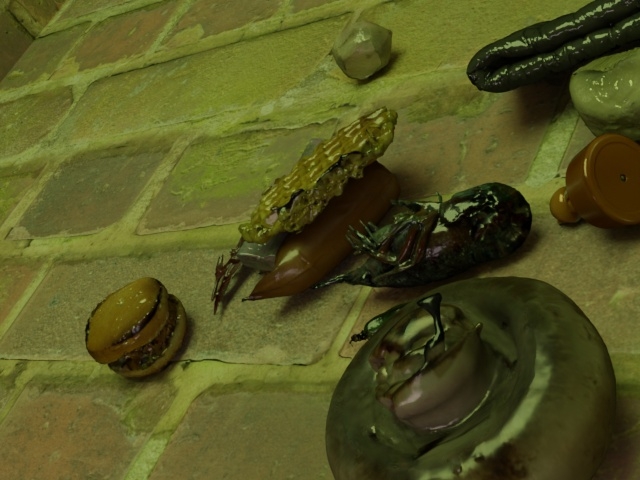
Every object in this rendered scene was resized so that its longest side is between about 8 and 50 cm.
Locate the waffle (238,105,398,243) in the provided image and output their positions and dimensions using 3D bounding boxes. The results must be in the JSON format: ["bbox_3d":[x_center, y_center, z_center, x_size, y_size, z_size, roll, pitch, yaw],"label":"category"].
[{"bbox_3d":[-0.003,-0.106,1.870,0.312,0.060,0.307,-48,15,-23],"label":"waffle"}]

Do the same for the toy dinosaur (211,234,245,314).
[{"bbox_3d":[-0.159,0.046,2.034,0.108,0.032,0.220,-32,27,40],"label":"toy dinosaur"}]

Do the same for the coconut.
[{"bbox_3d":[0.091,-0.384,2.255,0.124,0.110,0.110,-33,32,22],"label":"coconut"}]

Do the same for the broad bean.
[{"bbox_3d":[0.146,0.113,1.659,0.227,0.039,0.069,-20,31,30],"label":"broad bean"}]

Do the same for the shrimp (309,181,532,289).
[{"bbox_3d":[0.151,-0.002,1.729,0.372,0.137,0.172,-10,6,27],"label":"shrimp"}]

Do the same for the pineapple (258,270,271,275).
[{"bbox_3d":[-0.097,0.034,2.016,0.045,0.019,0.083,-18,37,20],"label":"pineapple"}]

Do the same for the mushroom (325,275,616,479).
[{"bbox_3d":[0.158,0.181,1.326,0.362,0.294,0.362,-27,36,22],"label":"mushroom"}]

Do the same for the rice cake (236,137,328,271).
[{"bbox_3d":[-0.031,-0.063,2.016,0.106,0.050,0.298,15,57,27],"label":"rice cake"}]

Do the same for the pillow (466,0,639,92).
[{"bbox_3d":[0.414,-0.331,1.813,0.326,0.101,0.228,-22,4,29],"label":"pillow"}]

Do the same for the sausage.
[{"bbox_3d":[0.000,0.000,1.878,0.328,0.112,0.112,-45,33,-12],"label":"sausage"}]

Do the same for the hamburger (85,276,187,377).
[{"bbox_3d":[-0.330,0.160,2.004,0.191,0.118,0.182,-11,39,31],"label":"hamburger"}]

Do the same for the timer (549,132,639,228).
[{"bbox_3d":[0.380,-0.065,1.594,0.132,0.132,0.152,-60,14,-28],"label":"timer"}]

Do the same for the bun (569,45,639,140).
[{"bbox_3d":[0.484,-0.224,1.646,0.229,0.145,0.229,-24,1,1],"label":"bun"}]
